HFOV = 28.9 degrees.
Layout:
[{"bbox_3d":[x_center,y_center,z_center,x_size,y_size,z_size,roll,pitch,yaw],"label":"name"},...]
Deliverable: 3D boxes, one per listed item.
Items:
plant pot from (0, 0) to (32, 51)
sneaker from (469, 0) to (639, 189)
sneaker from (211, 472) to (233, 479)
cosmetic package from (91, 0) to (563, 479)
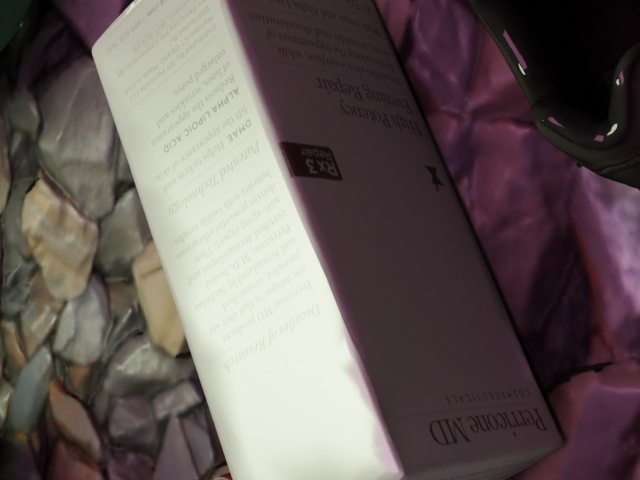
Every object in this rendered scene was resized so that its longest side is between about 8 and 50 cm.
[{"bbox_3d":[-0.281,-0.191,0.703,0.293,0.196,0.293,-2,86,39],"label":"plant pot"},{"bbox_3d":[0.086,-0.145,0.448,0.109,0.130,0.286,-36,64,34],"label":"sneaker"},{"bbox_3d":[-0.031,0.162,0.562,0.042,0.067,0.118,-33,67,33],"label":"sneaker"},{"bbox_3d":[0.000,0.000,0.516,0.085,0.117,0.231,-36,67,33],"label":"cosmetic package"}]
